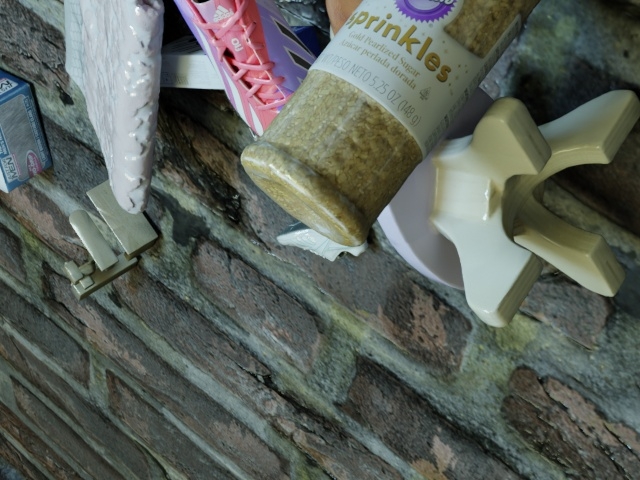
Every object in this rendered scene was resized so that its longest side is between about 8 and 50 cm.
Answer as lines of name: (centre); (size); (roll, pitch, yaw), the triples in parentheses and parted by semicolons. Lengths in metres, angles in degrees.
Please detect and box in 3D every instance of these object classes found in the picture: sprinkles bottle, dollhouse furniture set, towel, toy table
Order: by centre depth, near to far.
sprinkles bottle: (0.087, -0.165, 0.781); (0.121, 0.355, 0.121); (36, 172, 6)
toy table: (0.174, -0.044, 0.911); (0.274, 0.252, 0.161); (33, 170, -40)
towel: (-0.276, -0.252, 1.255); (0.317, 0.053, 0.331); (61, 152, 33)
dollhouse furniture set: (-0.373, -0.001, 1.624); (0.123, 0.144, 0.151); (55, 159, 4)

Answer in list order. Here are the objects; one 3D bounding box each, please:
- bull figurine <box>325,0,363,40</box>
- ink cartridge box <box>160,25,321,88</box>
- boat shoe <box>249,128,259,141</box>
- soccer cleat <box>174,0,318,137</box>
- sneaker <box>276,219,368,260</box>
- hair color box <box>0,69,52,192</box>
bull figurine: (0.068, -0.263, 0.940); (0.188, 0.101, 0.310); (8, 128, 39)
ink cartridge box: (-0.107, -0.219, 1.167); (0.207, 0.097, 0.046); (11, 126, 43)
boat shoe: (-0.036, -0.105, 1.222); (0.066, 0.066, 0.183); (-27, 89, 58)
soccer cleat: (-0.080, -0.209, 0.997); (0.109, 0.116, 0.318); (-29, 100, 11)
sneaker: (0.000, 0.000, 1.273); (0.152, 0.054, 0.061); (-5, 119, 48)
hair color box: (-0.638, -0.235, 1.720); (0.347, 0.105, 0.173); (27, 140, 30)
